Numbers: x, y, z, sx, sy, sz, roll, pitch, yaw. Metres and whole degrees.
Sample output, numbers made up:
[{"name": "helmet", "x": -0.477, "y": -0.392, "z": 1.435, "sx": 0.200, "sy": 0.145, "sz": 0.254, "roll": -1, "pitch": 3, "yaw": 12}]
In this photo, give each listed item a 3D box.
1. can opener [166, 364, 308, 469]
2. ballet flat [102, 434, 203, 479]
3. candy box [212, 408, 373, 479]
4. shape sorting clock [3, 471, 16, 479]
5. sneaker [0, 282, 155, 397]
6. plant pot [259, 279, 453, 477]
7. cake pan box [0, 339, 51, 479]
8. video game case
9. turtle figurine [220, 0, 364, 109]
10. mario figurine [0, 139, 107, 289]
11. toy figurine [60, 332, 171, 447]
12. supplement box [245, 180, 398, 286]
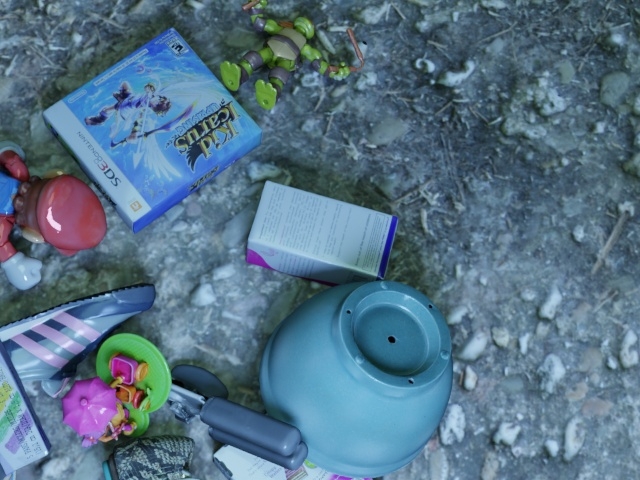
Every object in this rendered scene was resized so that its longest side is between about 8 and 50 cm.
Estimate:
[{"name": "can opener", "x": -0.130, "y": 0.247, "z": 1.763, "sx": 0.283, "sy": 0.076, "sz": 0.095, "roll": 16, "pitch": 54, "yaw": 33}, {"name": "ballet flat", "x": -0.181, "y": 0.503, "z": 1.682, "sx": 0.182, "sy": 0.164, "sz": 0.483, "roll": -12, "pitch": 70, "yaw": -6}, {"name": "candy box", "x": -0.029, "y": 0.363, "z": 1.795, "sx": 0.159, "sy": 0.071, "sz": 0.233, "roll": -39, "pitch": 80, "yaw": -17}, {"name": "shape sorting clock", "x": -0.553, "y": 0.351, "z": 1.758, "sx": 0.206, "sy": 0.040, "sz": 0.206, "roll": 2, "pitch": 71, "yaw": -6}, {"name": "sneaker", "x": -0.389, "y": 0.163, "z": 1.820, "sx": 0.319, "sy": 0.112, "sz": 0.131, "roll": -21, "pitch": 91, "yaw": -10}, {"name": "plant pot", "x": 0.077, "y": 0.177, "z": 1.763, "sx": 0.293, "sy": 0.196, "sz": 0.293, "roll": 11, "pitch": 56, "yaw": -16}, {"name": "cake pan box", "x": -0.548, "y": 0.247, "z": 1.702, "sx": 0.245, "sy": 0.070, "sz": 0.267, "roll": -24, "pitch": 94, "yaw": -7}, {"name": "video game case", "x": -0.274, "y": -0.185, "z": 1.964, "sx": 0.269, "sy": 0.061, "sz": 0.244, "roll": -38, "pitch": 80, "yaw": -17}, {"name": "turtle figurine", "x": -0.077, "y": -0.325, "z": 2.017, "sx": 0.269, "sy": 0.087, "sz": 0.217, "roll": 39, "pitch": 54, "yaw": 1}, {"name": "mario figurine", "x": -0.488, "y": -0.043, "z": 1.882, "sx": 0.320, "sy": 0.170, "sz": 0.198, "roll": 14, "pitch": 106, "yaw": 10}, {"name": "toy figurine", "x": -0.313, "y": 0.241, "z": 1.725, "sx": 0.130, "sy": 0.159, "sz": 0.173, "roll": 19, "pitch": 114, "yaw": 18}, {"name": "supplement box", "x": 0.000, "y": 0.000, "z": 1.902, "sx": 0.220, "sy": 0.111, "sz": 0.114, "roll": 15, "pitch": 70, "yaw": -1}]
